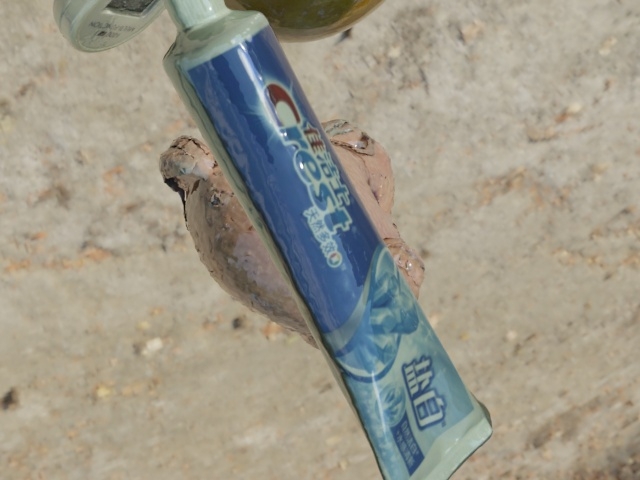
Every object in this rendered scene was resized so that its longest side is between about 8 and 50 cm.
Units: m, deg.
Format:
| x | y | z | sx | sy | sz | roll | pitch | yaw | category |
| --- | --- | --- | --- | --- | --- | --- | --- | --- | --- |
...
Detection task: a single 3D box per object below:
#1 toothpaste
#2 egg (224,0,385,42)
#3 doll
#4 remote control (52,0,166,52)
| x | y | z | sx | sy | sz | roll | pitch | yaw | category |
| --- | --- | --- | --- | --- | --- | --- | --- | --- | --- |
| 0.000 | 0.001 | 0.472 | 0.047 | 0.069 | 0.268 | -21 | 108 | 23 | toothpaste |
| -0.026 | -0.360 | 0.984 | 0.282 | 0.282 | 0.351 | -1 | 100 | -34 | egg |
| -0.003 | -0.002 | 0.812 | 0.156 | 0.201 | 0.303 | -56 | 171 | -8 | doll |
| -0.085 | -0.199 | 0.659 | 0.221 | 0.042 | 0.078 | -38 | 171 | 24 | remote control |
